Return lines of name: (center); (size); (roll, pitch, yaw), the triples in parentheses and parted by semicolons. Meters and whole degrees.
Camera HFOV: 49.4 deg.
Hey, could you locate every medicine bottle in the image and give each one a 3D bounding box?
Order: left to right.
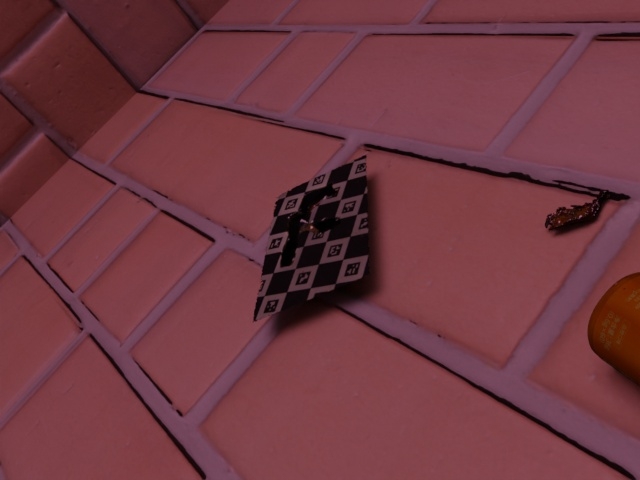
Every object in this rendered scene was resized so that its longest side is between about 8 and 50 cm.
medicine bottle: (0.328, 0.107, 0.587); (0.096, 0.096, 0.192); (-42, 35, -2)

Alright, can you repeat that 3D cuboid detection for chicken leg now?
chicken leg: (0.308, -0.033, 0.828); (0.083, 0.021, 0.036); (-27, 27, 18)

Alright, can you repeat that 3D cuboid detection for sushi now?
sushi: (0.000, 0.000, 1.063); (0.193, 0.043, 0.279); (-24, 38, 23)
